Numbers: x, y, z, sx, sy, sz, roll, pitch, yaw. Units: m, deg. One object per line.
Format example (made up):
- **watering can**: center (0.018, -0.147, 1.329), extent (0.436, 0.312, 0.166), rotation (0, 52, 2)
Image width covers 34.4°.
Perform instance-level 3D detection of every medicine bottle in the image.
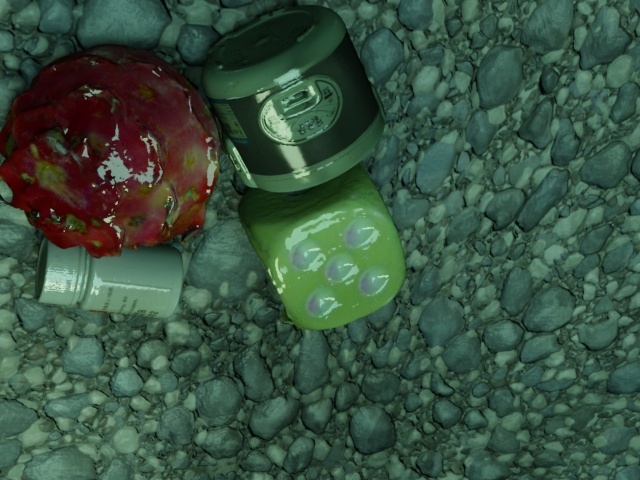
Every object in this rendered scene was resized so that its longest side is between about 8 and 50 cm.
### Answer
- **medicine bottle**: center (-0.389, 0.064, 1.905), extent (0.252, 0.144, 0.144), rotation (10, 110, -26)

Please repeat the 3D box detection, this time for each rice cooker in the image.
- **rice cooker**: center (-0.047, -0.239, 1.810), extent (0.288, 0.288, 0.277), rotation (-28, 120, -6)

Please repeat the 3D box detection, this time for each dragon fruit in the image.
- **dragon fruit**: center (-0.358, -0.132, 1.710), extent (0.386, 0.249, 0.371), rotation (45, 107, -4)

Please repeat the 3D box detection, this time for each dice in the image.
- **dice**: center (0.000, 0.000, 1.953), extent (0.254, 0.252, 0.250), rotation (-23, 119, -6)

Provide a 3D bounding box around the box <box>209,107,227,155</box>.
- **box**: center (-0.179, -0.202, 1.906), extent (0.024, 0.053, 0.083), rotation (-18, 120, -12)
